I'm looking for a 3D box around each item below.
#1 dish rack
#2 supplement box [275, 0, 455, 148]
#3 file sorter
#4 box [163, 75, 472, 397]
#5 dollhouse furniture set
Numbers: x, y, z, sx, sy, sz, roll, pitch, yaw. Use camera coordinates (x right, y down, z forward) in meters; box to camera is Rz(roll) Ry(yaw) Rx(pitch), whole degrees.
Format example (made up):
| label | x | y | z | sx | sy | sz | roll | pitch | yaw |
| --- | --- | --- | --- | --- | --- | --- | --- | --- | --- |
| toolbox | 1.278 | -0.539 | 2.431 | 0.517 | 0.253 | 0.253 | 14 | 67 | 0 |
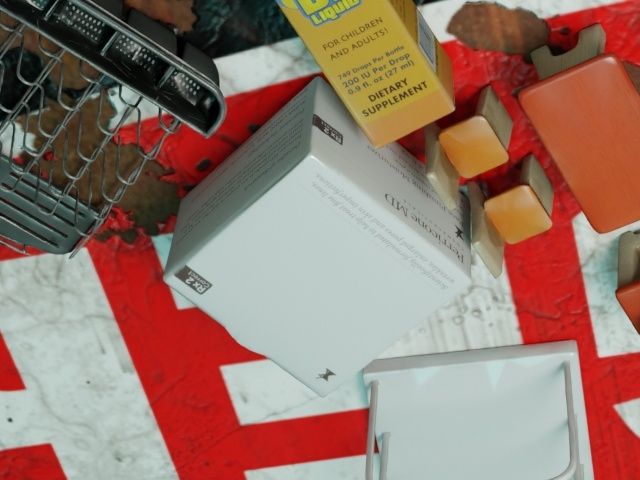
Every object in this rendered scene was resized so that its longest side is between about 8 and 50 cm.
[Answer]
| label | x | y | z | sx | sy | sz | roll | pitch | yaw |
| --- | --- | --- | --- | --- | --- | --- | --- | --- | --- |
| dish rack | -0.223 | -0.092 | 1.397 | 0.208 | 0.074 | 0.271 | 32 | 123 | -18 |
| supplement box | 0.014 | -0.185 | 1.307 | 0.078 | 0.080 | 0.233 | -26 | 119 | 19 |
| file sorter | 0.151 | 0.258 | 1.571 | 0.192 | 0.173 | 0.278 | -6 | 127 | 10 |
| box | 0.000 | 0.000 | 1.421 | 0.181 | 0.119 | 0.182 | 38 | 121 | -22 |
| dollhouse furniture set | 0.245 | -0.035 | 1.365 | 0.262 | 0.135 | 0.259 | -24 | 122 | 20 |
